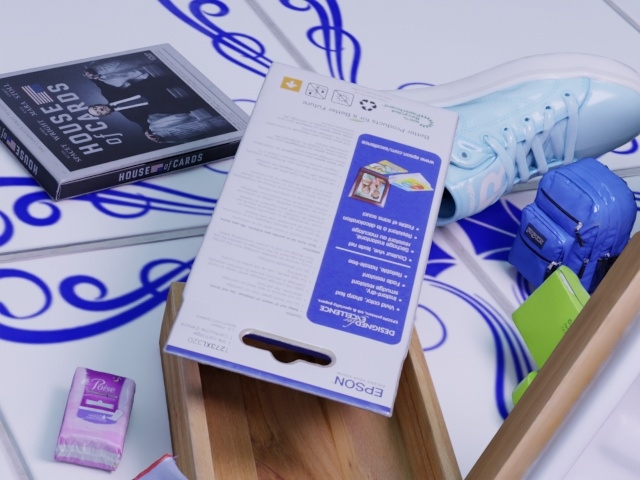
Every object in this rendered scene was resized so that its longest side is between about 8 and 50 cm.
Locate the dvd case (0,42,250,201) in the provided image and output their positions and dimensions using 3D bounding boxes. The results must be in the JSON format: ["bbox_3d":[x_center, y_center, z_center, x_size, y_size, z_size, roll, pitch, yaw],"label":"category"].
[{"bbox_3d":[-0.200,-0.121,1.536,0.239,0.029,0.179,-17,46,-37],"label":"dvd case"}]

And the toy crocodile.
[{"bbox_3d":[0.256,0.156,1.270,0.105,0.115,0.340,19,29,-40],"label":"toy crocodile"}]

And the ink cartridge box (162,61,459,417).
[{"bbox_3d":[0.000,0.000,1.277,0.176,0.069,0.371,16,41,1],"label":"ink cartridge box"}]

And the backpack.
[{"bbox_3d":[0.238,-0.010,1.474,0.101,0.120,0.098,-18,49,-38],"label":"backpack"}]

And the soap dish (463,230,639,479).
[{"bbox_3d":[0.235,0.151,1.072,0.229,0.291,0.118,31,7,-18],"label":"soap dish"}]

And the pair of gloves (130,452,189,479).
[{"bbox_3d":[-0.113,0.223,1.031,0.198,0.023,0.159,-38,42,-16],"label":"pair of gloves"}]

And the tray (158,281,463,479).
[{"bbox_3d":[0.001,0.195,1.154,0.203,0.076,0.411,4,37,-15],"label":"tray"}]

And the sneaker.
[{"bbox_3d":[0.151,-0.073,1.500,0.366,0.135,0.150,-12,44,-2],"label":"sneaker"}]

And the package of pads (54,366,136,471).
[{"bbox_3d":[-0.171,0.137,1.200,0.050,0.032,0.083,14,36,-7],"label":"package of pads"}]
